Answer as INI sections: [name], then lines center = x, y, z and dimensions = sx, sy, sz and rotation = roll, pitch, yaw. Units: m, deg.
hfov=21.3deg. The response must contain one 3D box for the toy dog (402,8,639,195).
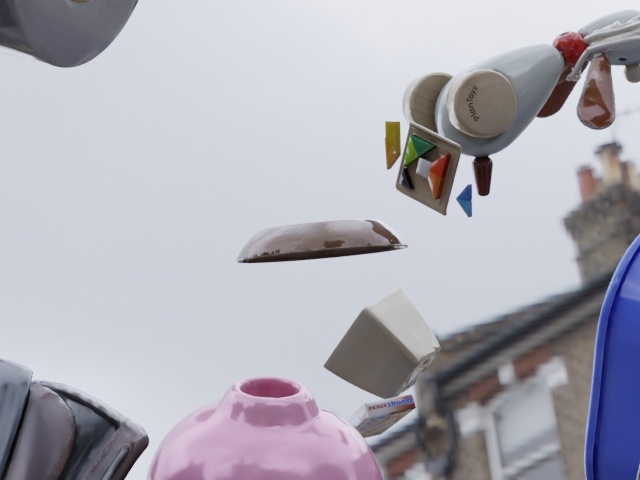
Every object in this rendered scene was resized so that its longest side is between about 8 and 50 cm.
[toy dog]
center = 0.275, -0.165, 2.105
dimensions = 0.334, 0.220, 0.161
rotation = -17, -78, 3

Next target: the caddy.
[caddy]
center = 0.384, 0.148, 1.835
dimensions = 0.179, 0.341, 0.241
rotation = 13, 15, 35

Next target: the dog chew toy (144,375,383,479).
[dog chew toy]
center = -0.036, 0.237, 0.935
dimensions = 0.207, 0.206, 0.331
rotation = 0, -75, -9

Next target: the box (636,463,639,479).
[box]
center = 0.393, 0.208, 1.416
dimensions = 0.232, 0.149, 0.126
rotation = -4, -70, -38

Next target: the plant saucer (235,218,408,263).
[plant saucer]
center = 0.000, 0.000, 1.942
dimensions = 0.199, 0.036, 0.198
rotation = -6, -4, 0

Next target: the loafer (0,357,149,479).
[loafer]
center = -0.150, 0.201, 0.781
dimensions = 0.095, 0.302, 0.109
rotation = 18, -29, -14

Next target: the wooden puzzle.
[wooden puzzle]
center = 0.097, -0.067, 1.572
dimensions = 0.014, 0.116, 0.078
rotation = -12, -66, -41

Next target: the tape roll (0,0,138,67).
[tape roll]
center = -0.207, -0.248, 1.319
dimensions = 0.072, 0.219, 0.219
rotation = 16, -29, 21

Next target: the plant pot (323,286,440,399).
[plant pot]
center = 0.088, 0.142, 2.192
dimensions = 0.109, 0.096, 0.109
rotation = -56, -15, 28

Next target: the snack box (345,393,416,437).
[snack box]
center = 0.067, 0.227, 2.157
dimensions = 0.064, 0.022, 0.178
rotation = -10, -15, -15
